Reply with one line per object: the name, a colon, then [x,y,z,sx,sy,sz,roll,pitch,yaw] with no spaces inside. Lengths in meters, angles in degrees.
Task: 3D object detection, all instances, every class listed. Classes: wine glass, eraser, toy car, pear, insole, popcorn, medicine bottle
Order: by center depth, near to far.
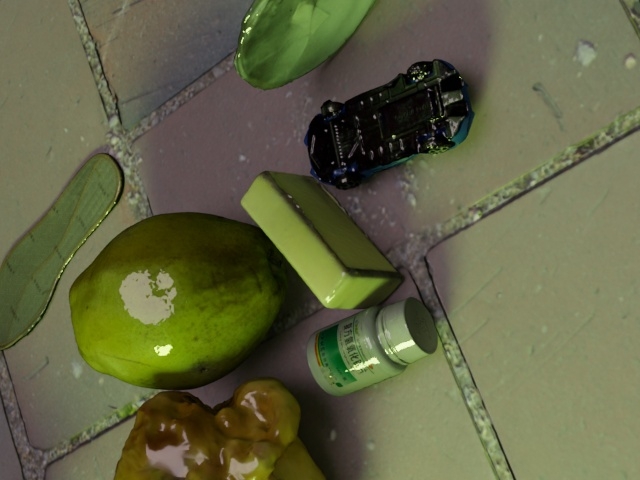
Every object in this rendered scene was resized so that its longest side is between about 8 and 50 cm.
medicine bottle: [0.057,0.115,1.212,0.130,0.080,0.080,-26,72,30]
popcorn: [-0.129,0.318,1.222,0.297,0.281,0.316,-18,88,14]
toy car: [0.075,-0.123,1.232,0.216,0.063,0.103,-20,75,37]
eraser: [0.000,0.000,1.238,0.058,0.117,0.172,-51,62,20]
wine glass: [-0.131,-0.384,1.287,0.406,0.267,0.267,48,112,23]
pear: [-0.165,0.070,1.289,0.269,0.212,0.212,-16,77,15]
insole: [-0.381,0.018,1.557,0.348,0.009,0.119,-49,62,21]
